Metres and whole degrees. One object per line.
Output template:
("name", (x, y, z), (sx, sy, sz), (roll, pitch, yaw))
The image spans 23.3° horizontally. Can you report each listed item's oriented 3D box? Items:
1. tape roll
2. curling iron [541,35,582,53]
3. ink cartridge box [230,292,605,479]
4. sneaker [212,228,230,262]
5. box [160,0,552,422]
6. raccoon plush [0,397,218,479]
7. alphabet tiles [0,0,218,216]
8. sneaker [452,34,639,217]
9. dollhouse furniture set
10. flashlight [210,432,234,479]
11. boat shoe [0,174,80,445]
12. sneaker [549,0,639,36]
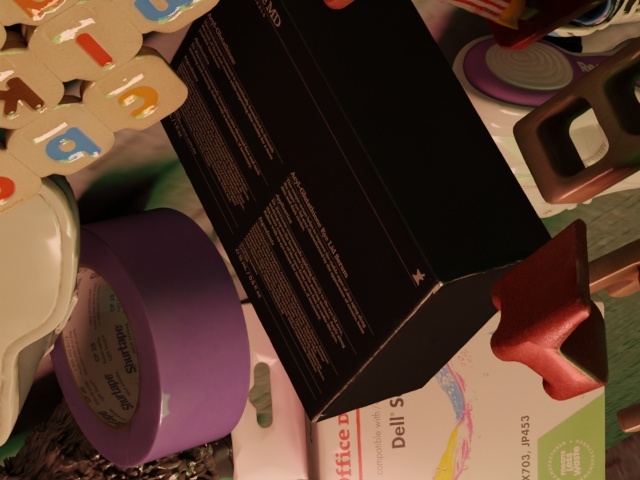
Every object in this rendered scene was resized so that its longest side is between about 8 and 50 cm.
("tape roll", (-0.137, 0.073, 1.199), (0.080, 0.189, 0.189), (-13, 155, -33))
("curling iron", (0.268, -0.202, 1.272), (0.274, 0.035, 0.068), (-25, 153, -6))
("ink cartridge box", (0.089, 0.153, 1.504), (0.353, 0.207, 0.119), (-5, -165, -7))
("sneaker", (0.030, 0.008, 1.293), (0.217, 0.079, 0.121), (27, 127, -25))
("box", (0.012, -0.045, 0.997), (0.103, 0.261, 0.184), (-15, 156, -32))
("raccoon plush", (-0.260, 0.204, 1.415), (0.299, 0.216, 0.446), (-15, 127, -30))
("alphabet tiles", (-0.201, -0.107, 0.896), (0.284, 0.021, 0.278), (-31, 151, 7))
("sneaker", (0.217, -0.087, 1.264), (0.305, 0.114, 0.152), (4, 137, -25))
("dollhouse furniture set", (0.139, -0.089, 0.850), (0.152, 0.374, 0.201), (-33, 159, 34))
("flashlight", (-0.200, 0.306, 1.817), (0.304, 0.103, 0.103), (-14, -178, -36))
("boat shoe", (-0.238, 0.034, 1.158), (0.319, 0.116, 0.099), (115, -4, -47))
("sneaker", (0.205, -0.185, 1.150), (0.237, 0.086, 0.085), (-7, 133, -43))
